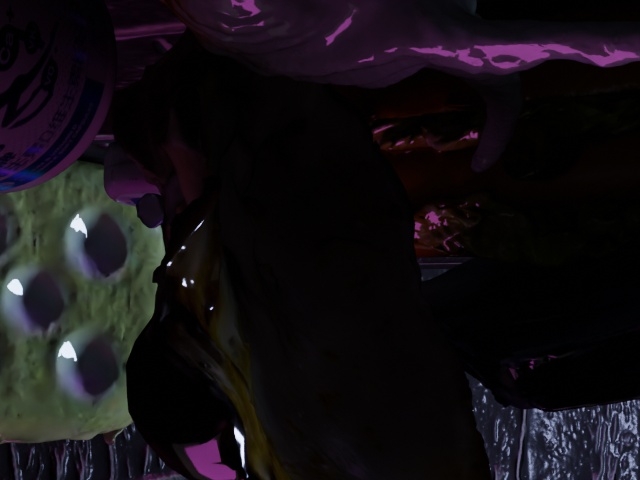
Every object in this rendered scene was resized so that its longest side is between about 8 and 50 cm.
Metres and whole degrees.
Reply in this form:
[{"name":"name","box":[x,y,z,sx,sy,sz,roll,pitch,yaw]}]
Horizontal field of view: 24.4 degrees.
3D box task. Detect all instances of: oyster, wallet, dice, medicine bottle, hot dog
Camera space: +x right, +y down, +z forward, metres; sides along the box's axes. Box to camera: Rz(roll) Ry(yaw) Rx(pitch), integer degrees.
[{"name":"oyster","box":[-0.028,-0.008,0.611,0.096,0.361,0.221,-26,135,10]},{"name":"wallet","box":[0.148,0.027,0.765,0.190,0.046,0.379,-19,-175,-3]},{"name":"dice","box":[-0.298,0.056,1.338,0.250,0.254,0.252,5,175,-28]},{"name":"medicine bottle","box":[-0.156,-0.077,0.526,0.107,0.107,0.191,-2,176,17]},{"name":"hot dog","box":[0.081,-0.048,0.777,0.337,0.135,0.100,-3,-152,40]}]

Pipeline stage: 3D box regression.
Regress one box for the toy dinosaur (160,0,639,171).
[{"name":"toy dinosaur","box":[0.041,-0.087,0.528,0.205,0.092,0.393,-1,177,9]}]

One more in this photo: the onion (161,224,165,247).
[{"name":"onion","box":[-0.100,0.022,1.503,0.248,0.161,0.248,-28,-176,2]}]

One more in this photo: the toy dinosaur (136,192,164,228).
[{"name":"toy dinosaur","box":[-0.028,0.001,1.005,0.329,0.076,0.144,-7,176,41]}]

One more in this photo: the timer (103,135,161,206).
[{"name":"timer","box":[-0.049,-0.054,1.098,0.191,0.069,0.208,-3,173,21]}]
